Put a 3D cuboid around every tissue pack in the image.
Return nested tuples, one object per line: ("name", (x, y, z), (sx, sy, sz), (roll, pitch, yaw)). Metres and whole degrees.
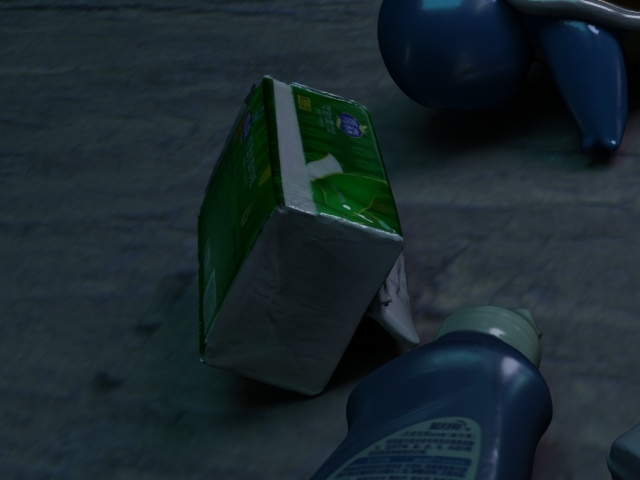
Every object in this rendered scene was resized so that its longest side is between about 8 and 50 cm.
("tissue pack", (0.001, -0.002, 1.164), (0.156, 0.148, 0.209), (17, 27, -14))

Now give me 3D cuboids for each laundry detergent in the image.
("laundry detergent", (0.067, 0.143, 0.945), (0.143, 0.094, 0.290), (-9, 29, 31))

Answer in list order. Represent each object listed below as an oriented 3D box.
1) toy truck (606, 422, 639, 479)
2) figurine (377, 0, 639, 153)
("toy truck", (0.247, 0.157, 0.738), (0.124, 0.155, 0.268), (-30, 32, -14))
("figurine", (0.259, -0.220, 1.304), (0.416, 0.243, 0.298), (-36, 37, 17))
